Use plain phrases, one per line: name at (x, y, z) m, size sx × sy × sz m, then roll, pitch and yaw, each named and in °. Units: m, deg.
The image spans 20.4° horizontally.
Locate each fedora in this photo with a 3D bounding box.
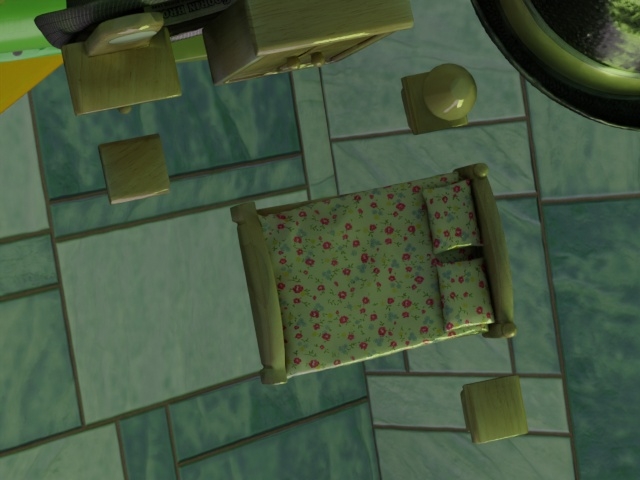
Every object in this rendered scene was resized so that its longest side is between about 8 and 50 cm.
fedora at (-0.097, -0.225, 1.317) m, size 0.243 × 0.124 × 0.275 m, roll -13°, pitch -179°, yaw -30°
fedora at (0.292, -0.259, 1.576) m, size 0.334 × 0.334 × 0.152 m, roll -12°, pitch 159°, yaw -31°

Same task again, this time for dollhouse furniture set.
dollhouse furniture set at (0.000, 0.000, 1.285) m, size 0.303 × 0.356 × 0.174 m, roll -12°, pitch 180°, yaw -15°

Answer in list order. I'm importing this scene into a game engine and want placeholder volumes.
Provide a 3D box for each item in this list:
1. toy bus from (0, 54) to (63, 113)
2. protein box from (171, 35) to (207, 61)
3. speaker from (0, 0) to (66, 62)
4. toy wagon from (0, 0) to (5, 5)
toy bus at (-0.366, -0.142, 1.604) m, size 0.332 × 0.108 × 0.130 m, roll -42°, pitch -134°, yaw -19°
protein box at (-0.099, -0.314, 2.326) m, size 0.199 × 0.136 × 0.201 m, roll -6°, pitch -175°, yaw 33°
speaker at (-0.272, -0.215, 1.495) m, size 0.296 × 0.131 × 0.131 m, roll -10°, pitch -174°, yaw -18°
toy wagon at (-0.305, -0.183, 1.179) m, size 0.344 × 0.068 × 0.267 m, roll -7°, pitch -176°, yaw 20°
